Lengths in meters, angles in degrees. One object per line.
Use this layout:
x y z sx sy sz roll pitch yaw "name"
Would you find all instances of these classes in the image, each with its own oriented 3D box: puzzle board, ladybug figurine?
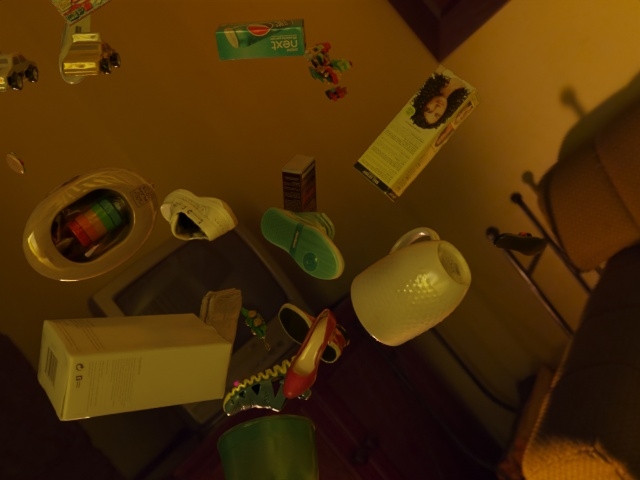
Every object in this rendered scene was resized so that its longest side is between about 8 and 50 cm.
-0.593 -0.601 1.657 0.128 0.096 0.011 -38 0 -12 "puzzle board"
-0.717 -0.057 2.113 0.449 0.305 0.162 -35 18 -24 "ladybug figurine"

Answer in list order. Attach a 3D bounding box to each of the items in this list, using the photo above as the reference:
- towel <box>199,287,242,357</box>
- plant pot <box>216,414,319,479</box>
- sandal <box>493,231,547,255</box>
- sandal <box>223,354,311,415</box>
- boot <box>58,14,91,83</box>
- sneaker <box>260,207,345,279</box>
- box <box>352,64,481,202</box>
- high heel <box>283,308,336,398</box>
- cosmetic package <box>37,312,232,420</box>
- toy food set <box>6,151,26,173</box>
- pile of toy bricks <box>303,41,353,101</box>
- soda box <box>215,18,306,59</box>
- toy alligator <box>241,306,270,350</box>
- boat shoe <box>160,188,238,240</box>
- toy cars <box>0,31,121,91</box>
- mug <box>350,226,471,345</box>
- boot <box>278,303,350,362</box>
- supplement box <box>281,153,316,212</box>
-0.316 0.284 2.017 0.187 0.049 0.282 -1 -76 -67 "towel"
-0.122 0.636 1.770 0.271 0.255 0.271 -10 -36 -7 "plant pot"
0.527 0.000 1.775 0.179 0.040 0.067 11 -48 -29 "sandal"
-0.157 0.483 2.139 0.317 0.138 0.126 -26 -20 -4 "sandal"
-0.753 -0.590 2.074 0.095 0.258 0.123 9 -11 -22 "boot"
0.000 0.000 1.917 0.208 0.319 0.127 -1 -58 -48 "sneaker"
0.167 -0.184 1.163 0.232 0.087 0.058 -51 -27 5 "box"
-0.030 0.294 1.762 0.244 0.082 0.117 -50 -30 -25 "high heel"
-0.426 0.279 1.559 0.385 0.156 0.217 4 14 -36 "cosmetic package"
-1.083 -0.274 2.392 0.082 0.083 0.020 -29 17 50 "toy food set"
0.040 -0.490 1.924 0.105 0.118 0.212 -28 40 -4 "pile of toy bricks"
-0.143 -0.486 1.626 0.210 0.071 0.067 -2 34 4 "soda box"
-0.208 0.297 2.315 0.051 0.190 0.056 -20 -33 -34 "toy alligator"
-0.298 -0.049 1.500 0.096 0.098 0.277 -45 30 -26 "boat shoe"
-0.587 -0.391 1.448 0.176 0.087 0.393 15 29 36 "toy cars"
0.309 0.115 2.208 0.328 0.276 0.374 -37 35 35 "mug"
-0.017 0.281 2.205 0.088 0.244 0.176 -52 -6 23 "boot"
-0.070 -0.159 2.292 0.130 0.073 0.239 -52 -34 -53 "supplement box"
